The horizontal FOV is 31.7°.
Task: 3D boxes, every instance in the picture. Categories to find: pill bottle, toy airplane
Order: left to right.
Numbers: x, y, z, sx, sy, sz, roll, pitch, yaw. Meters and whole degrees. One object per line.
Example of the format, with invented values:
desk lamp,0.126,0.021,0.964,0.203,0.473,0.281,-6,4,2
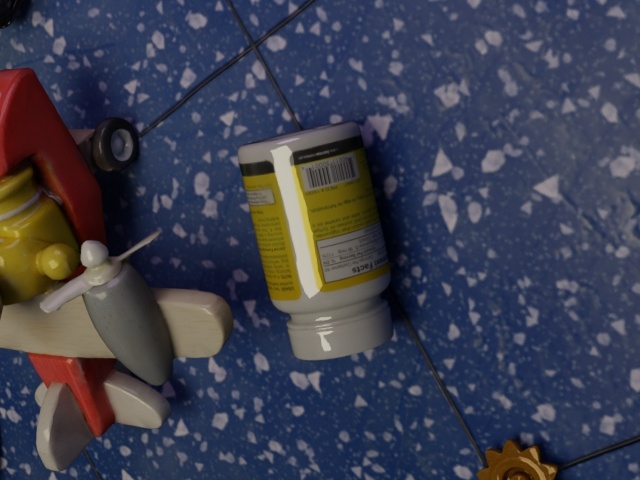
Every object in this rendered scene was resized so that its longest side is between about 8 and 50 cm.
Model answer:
toy airplane,-0.308,0.068,1.181,0.384,0.272,0.386,47,122,12
pill bottle,0.000,0.000,1.063,0.119,0.119,0.208,-7,99,33

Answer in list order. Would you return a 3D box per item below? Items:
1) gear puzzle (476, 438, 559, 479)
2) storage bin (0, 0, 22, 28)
gear puzzle,0.204,0.351,1.083,0.175,0.044,0.338,-6,97,35
storage bin,-0.406,-0.324,1.227,0.180,0.084,0.122,34,105,14
